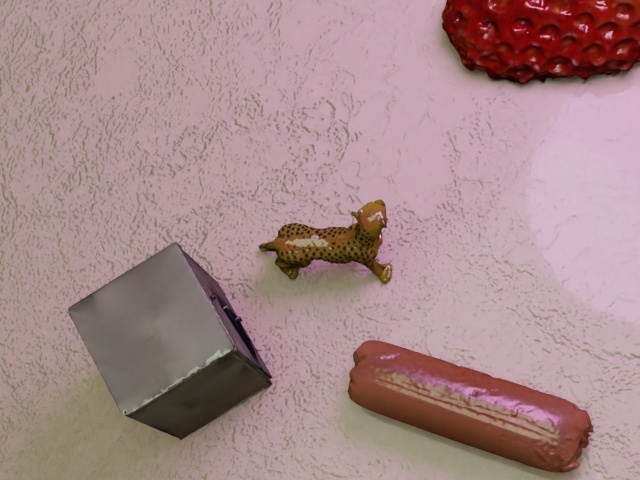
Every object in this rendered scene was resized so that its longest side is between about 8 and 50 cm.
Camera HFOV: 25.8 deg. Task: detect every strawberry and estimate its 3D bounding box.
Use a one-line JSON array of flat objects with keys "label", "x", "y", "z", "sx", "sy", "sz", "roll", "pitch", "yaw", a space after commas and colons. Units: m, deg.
[{"label": "strawberry", "x": 0.304, "y": -0.326, "z": 1.682, "sx": 0.336, "sy": 0.149, "sz": 0.265, "roll": -27, "pitch": 73, "yaw": 5}]

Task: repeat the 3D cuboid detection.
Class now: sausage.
[{"label": "sausage", "x": 0.167, "y": 0.189, "z": 1.599, "sx": 0.289, "sy": 0.086, "sz": 0.086, "roll": 17, "pitch": 79, "yaw": 15}]

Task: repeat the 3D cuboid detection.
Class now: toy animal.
[{"label": "toy animal", "x": 0.000, "y": 0.000, "z": 1.660, "sx": 0.181, "sy": 0.136, "sz": 0.073, "roll": 0, "pitch": 75, "yaw": 13}]

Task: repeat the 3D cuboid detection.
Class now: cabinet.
[{"label": "cabinet", "x": -0.164, "y": 0.122, "z": 1.622, "sx": 0.150, "sy": 0.206, "sz": 0.145, "roll": -32, "pitch": 71, "yaw": 1}]
